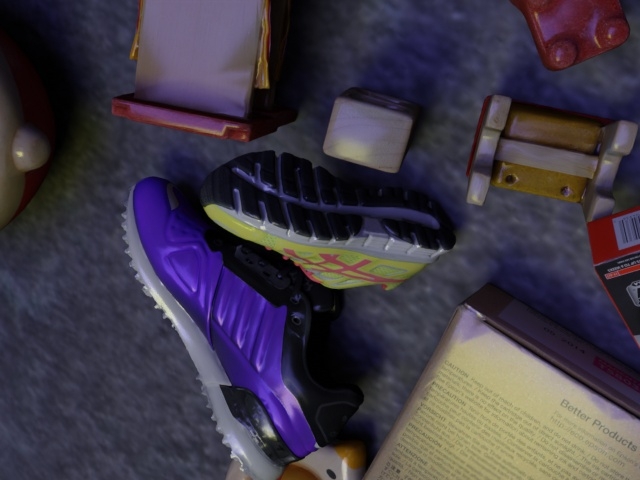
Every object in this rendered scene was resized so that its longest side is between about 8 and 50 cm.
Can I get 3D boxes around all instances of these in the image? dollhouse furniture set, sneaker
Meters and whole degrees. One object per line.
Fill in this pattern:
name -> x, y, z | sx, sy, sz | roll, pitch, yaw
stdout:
dollhouse furniture set -> 0.047, -0.159, 0.573 | 0.374, 0.152, 0.201 | 13, 106, 6
sneaker -> -0.058, 0.050, 0.679 | 0.146, 0.102, 0.293 | -32, 77, 10
sneaker -> 0.000, 0.000, 0.595 | 0.094, 0.208, 0.081 | -52, 32, 41

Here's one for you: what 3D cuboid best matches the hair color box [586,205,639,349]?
hair color box -> 0.239, 0.036, 0.511 | 0.072, 0.043, 0.141 | -21, 127, 29

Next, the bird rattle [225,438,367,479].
bird rattle -> -0.021, 0.275, 0.714 | 0.253, 0.143, 0.207 | -5, 87, 40

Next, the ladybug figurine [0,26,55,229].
ladybug figurine -> -0.438, -0.136, 0.784 | 0.449, 0.162, 0.305 | 19, 109, 22

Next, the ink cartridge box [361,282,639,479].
ink cartridge box -> 0.175, 0.176, 0.588 | 0.234, 0.088, 0.193 | 33, 112, 18
